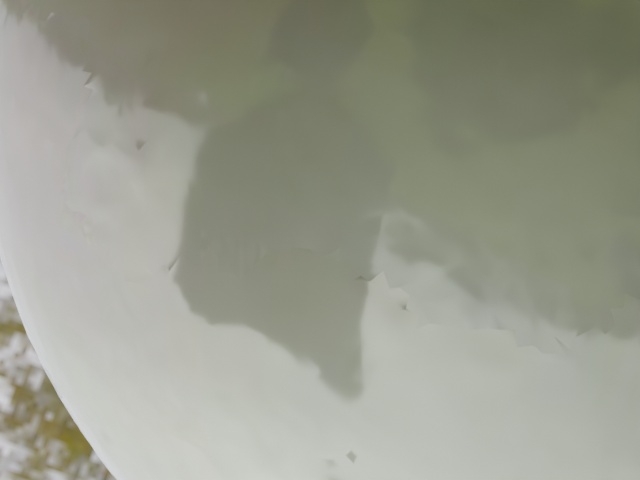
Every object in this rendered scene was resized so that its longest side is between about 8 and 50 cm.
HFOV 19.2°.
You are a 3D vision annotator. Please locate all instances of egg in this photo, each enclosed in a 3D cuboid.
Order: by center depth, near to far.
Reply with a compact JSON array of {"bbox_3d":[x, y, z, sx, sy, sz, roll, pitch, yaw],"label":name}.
[{"bbox_3d":[0.052,-0.002,0.588,0.345,0.283,0.283,29,-173,3],"label":"egg"}]
